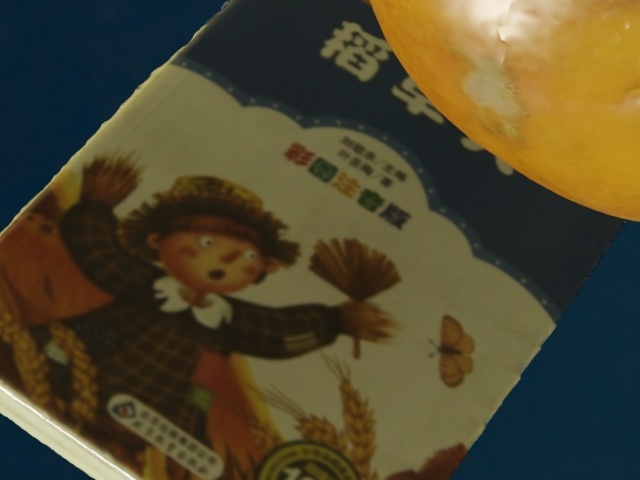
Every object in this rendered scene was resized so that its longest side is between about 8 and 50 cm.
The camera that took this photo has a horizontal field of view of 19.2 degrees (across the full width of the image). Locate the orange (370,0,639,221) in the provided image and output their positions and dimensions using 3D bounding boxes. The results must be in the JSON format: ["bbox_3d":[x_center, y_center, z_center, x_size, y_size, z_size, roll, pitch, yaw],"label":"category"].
[{"bbox_3d":[0.138,-0.134,0.694,0.261,0.261,0.261,-14,-144,10],"label":"orange"}]

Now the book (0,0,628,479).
[{"bbox_3d":[0.000,0.000,1.166,0.300,0.039,0.428,33,-125,8],"label":"book"}]
